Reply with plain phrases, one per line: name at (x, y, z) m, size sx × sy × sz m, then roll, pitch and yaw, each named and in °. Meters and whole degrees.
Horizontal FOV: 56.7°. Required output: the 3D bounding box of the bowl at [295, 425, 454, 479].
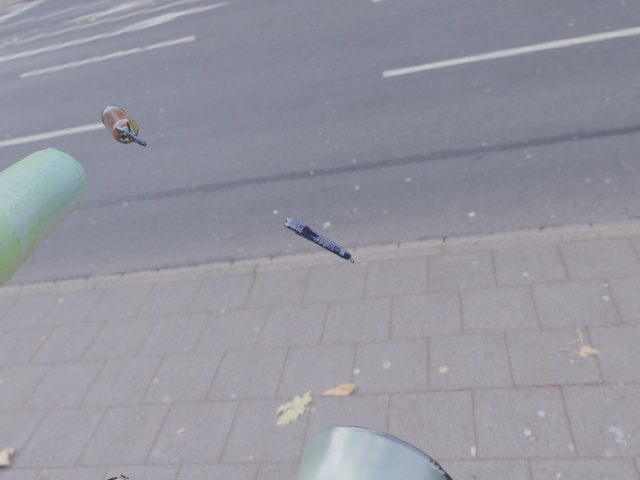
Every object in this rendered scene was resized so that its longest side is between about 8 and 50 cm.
bowl at (0.090, 0.543, 1.135) m, size 0.354 × 0.354 × 0.185 m, roll 5°, pitch 36°, yaw 28°

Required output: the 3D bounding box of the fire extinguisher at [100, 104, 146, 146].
fire extinguisher at (-0.170, -0.098, 0.512) m, size 0.022 × 0.028 × 0.083 m, roll -59°, pitch 36°, yaw 5°

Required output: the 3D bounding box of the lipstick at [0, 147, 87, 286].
lipstick at (-0.275, -0.021, 0.525) m, size 0.076 × 0.076 × 0.304 m, roll -17°, pitch 21°, yaw -3°

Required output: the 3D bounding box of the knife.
knife at (0.000, 0.000, 0.887) m, size 0.018 × 0.121 × 0.031 m, roll -62°, pitch 4°, yaw -9°

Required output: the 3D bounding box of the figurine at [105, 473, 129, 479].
figurine at (-0.224, 0.429, 0.805) m, size 0.208 × 0.257 × 0.181 m, roll -18°, pitch 60°, yaw 14°
